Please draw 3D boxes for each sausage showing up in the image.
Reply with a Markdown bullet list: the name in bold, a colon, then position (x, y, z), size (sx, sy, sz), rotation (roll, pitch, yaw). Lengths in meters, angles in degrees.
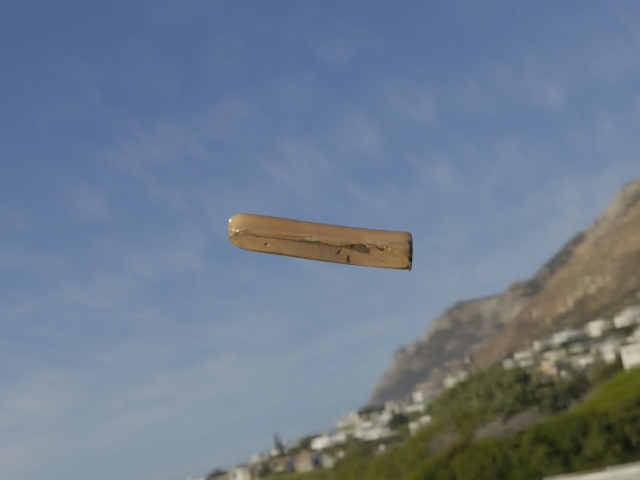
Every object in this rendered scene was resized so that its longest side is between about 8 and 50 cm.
- **sausage**: position (0.000, 0.000, 0.826), size (0.116, 0.026, 0.026), rotation (7, -15, -7)
